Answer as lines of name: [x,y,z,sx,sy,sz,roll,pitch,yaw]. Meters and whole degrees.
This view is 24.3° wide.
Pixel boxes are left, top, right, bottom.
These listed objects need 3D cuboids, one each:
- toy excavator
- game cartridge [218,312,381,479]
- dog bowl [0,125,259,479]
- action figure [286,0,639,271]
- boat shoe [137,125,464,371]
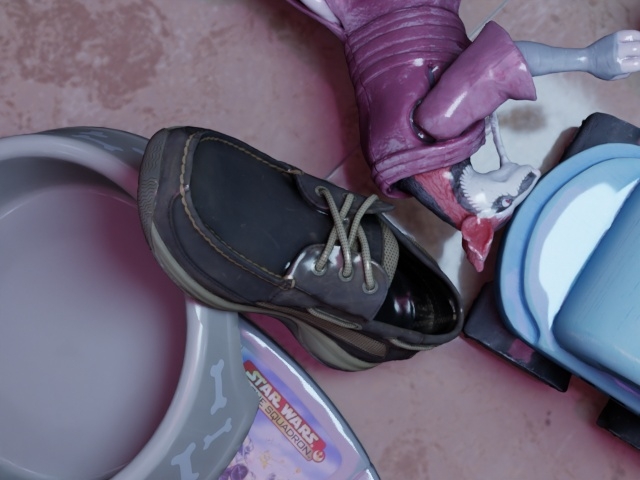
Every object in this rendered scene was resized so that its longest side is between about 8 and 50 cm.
toy excavator: [0.339,0.087,1.079,0.433,0.445,0.222,33,89,0]
game cartridge: [-0.081,0.183,1.266,0.198,0.062,0.297,-43,90,2]
dog bowl: [-0.218,0.073,1.190,0.348,0.102,0.349,-2,84,16]
action figure: [0.067,-0.152,1.150,0.275,0.248,0.370,0,64,-26]
boat shoe: [0.000,0.000,1.131,0.130,0.355,0.132,-9,67,30]
